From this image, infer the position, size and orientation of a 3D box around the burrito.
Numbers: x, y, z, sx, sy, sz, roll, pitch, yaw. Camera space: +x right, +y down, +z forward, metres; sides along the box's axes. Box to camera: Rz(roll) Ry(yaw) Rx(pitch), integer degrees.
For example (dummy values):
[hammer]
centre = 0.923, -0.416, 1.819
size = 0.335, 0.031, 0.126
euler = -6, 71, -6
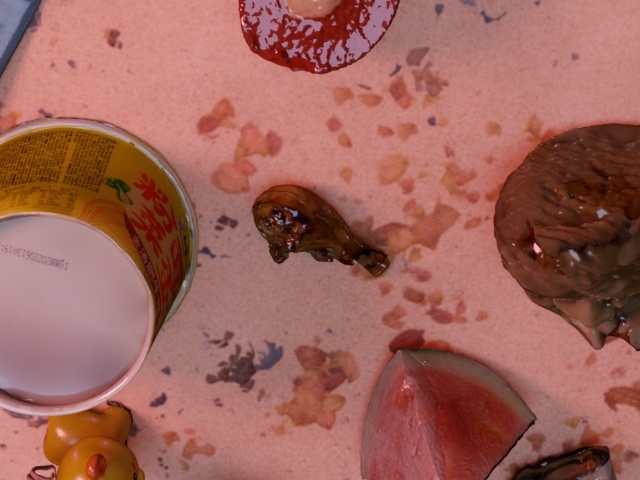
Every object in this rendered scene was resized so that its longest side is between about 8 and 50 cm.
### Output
[burrito]
centre = 0.337, 0.380, 1.629
size = 0.144, 0.089, 0.229
euler = -22, 109, 9

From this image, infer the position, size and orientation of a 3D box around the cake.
[cake]
centre = 0.001, -0.315, 1.310
size = 0.176, 0.151, 0.283
euler = -3, 107, 3

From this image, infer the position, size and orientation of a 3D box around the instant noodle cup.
[instant noodle cup]
centre = -0.288, 0.043, 1.396
size = 0.311, 0.221, 0.311
euler = -1, 111, -1

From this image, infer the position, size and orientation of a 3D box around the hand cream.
[hand cream]
centre = -0.385, -0.196, 1.400
size = 0.083, 0.048, 0.224
euler = 26, 102, -12

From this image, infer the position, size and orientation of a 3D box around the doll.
[doll]
centre = -0.272, 0.273, 1.489
size = 0.135, 0.221, 0.143
euler = 13, 113, -11

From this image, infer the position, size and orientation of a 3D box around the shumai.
[shumai]
centre = 0.316, 0.007, 1.457
size = 0.255, 0.189, 0.218
euler = -19, 130, -12

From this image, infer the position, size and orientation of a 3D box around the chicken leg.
[chicken leg]
centre = 0.000, 0.000, 1.479
size = 0.178, 0.070, 0.093
euler = 26, 83, -25

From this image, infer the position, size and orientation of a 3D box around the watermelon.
[watermelon]
centre = 0.156, 0.248, 1.541
size = 0.207, 0.202, 0.136
euler = 6, 150, -3
